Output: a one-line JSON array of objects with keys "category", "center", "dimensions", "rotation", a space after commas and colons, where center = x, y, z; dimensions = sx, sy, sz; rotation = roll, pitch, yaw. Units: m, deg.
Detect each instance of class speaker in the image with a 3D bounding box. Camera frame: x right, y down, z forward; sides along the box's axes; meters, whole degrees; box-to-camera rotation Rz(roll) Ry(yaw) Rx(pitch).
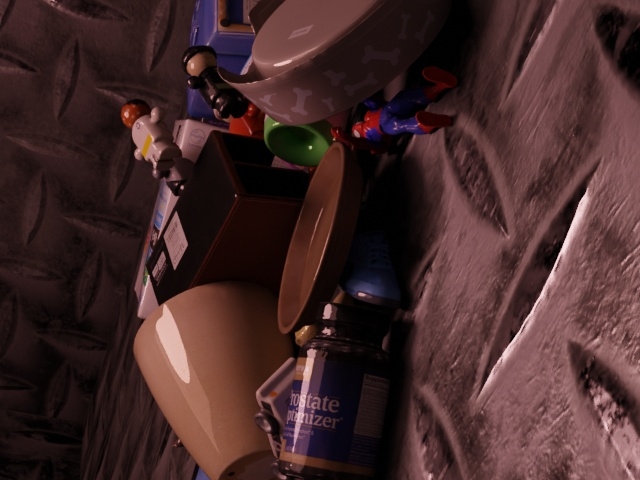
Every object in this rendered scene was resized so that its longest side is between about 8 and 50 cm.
[{"category": "speaker", "center": [0.001, -0.265, 1.788], "dimensions": [0.131, 0.131, 0.296], "rotation": [129, 160, -57]}]

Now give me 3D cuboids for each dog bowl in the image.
[{"category": "dog bowl", "center": [0.026, -0.295, 1.559], "dimensions": [0.349, 0.102, 0.349], "rotation": [-30, 29, 18]}]

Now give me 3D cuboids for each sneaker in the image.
[{"category": "sneaker", "center": [0.064, 0.029, 1.516], "dimensions": [0.209, 0.069, 0.082], "rotation": [-126, 55, -69]}]

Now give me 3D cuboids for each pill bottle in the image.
[{"category": "pill bottle", "center": [0.024, 0.193, 1.422], "dimensions": [0.123, 0.123, 0.219], "rotation": [160, 121, -71]}]

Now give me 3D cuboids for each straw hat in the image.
[{"category": "straw hat", "center": [-0.005, 0.134, 1.677], "dimensions": [0.144, 0.061, 0.144], "rotation": [-167, 90, -73]}]

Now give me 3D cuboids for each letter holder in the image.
[{"category": "letter holder", "center": [-0.118, -0.004, 1.829], "dimensions": [0.302, 0.214, 0.152], "rotation": [-59, 40, 35]}]

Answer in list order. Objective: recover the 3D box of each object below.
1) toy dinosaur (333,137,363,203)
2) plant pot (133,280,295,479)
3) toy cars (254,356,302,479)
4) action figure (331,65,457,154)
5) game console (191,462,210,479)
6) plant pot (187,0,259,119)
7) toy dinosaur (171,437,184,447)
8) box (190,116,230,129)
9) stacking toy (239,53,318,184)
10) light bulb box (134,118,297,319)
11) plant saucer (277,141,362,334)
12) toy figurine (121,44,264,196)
[{"category": "toy dinosaur", "center": [0.046, -0.102, 1.723], "dimensions": [0.183, 0.053, 0.092], "rotation": [71, -152, -75]}, {"category": "plant pot", "center": [-0.133, 0.248, 1.764], "dimensions": [0.256, 0.256, 0.274], "rotation": [-64, 37, 37]}, {"category": "toy cars", "center": [-0.040, 0.356, 1.515], "dimensions": [0.087, 0.176, 0.393], "rotation": [15, 93, 35]}, {"category": "action figure", "center": [0.070, -0.179, 1.555], "dimensions": [0.280, 0.139, 0.091], "rotation": [161, 121, -74]}, {"category": "game console", "center": [-0.193, 0.452, 2.048], "dimensions": [0.071, 0.107, 0.122], "rotation": [-27, -44, -74]}, {"category": "plant pot", "center": [-0.118, -0.369, 2.069], "dimensions": [0.212, 0.236, 0.236], "rotation": [108, 162, -58]}, {"category": "toy dinosaur", "center": [-0.220, 0.314, 2.160], "dimensions": [0.313, 0.121, 0.160], "rotation": [160, 109, -76]}, {"category": "box", "center": [-0.240, -0.150, 2.543], "dimensions": [0.165, 0.143, 0.270], "rotation": [-152, 76, -73]}, {"category": "stacking toy", "center": [-0.025, -0.178, 1.890], "dimensions": [0.175, 0.166, 0.302], "rotation": [-52, 43, 42]}, {"category": "light bulb box", "center": [-0.199, -0.027, 2.134], "dimensions": [0.358, 0.225, 0.361], "rotation": [-154, 78, -79]}, {"category": "plant saucer", "center": [0.000, 0.000, 1.577], "dimensions": [0.278, 0.041, 0.278], "rotation": [-163, 90, -79]}, {"category": "toy figurine", "center": [-0.202, -0.185, 1.831], "dimensions": [0.148, 0.209, 0.213], "rotation": [54, -179, 29]}]
